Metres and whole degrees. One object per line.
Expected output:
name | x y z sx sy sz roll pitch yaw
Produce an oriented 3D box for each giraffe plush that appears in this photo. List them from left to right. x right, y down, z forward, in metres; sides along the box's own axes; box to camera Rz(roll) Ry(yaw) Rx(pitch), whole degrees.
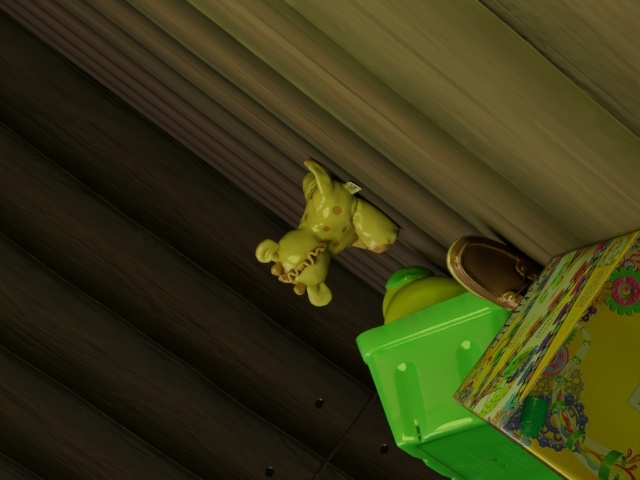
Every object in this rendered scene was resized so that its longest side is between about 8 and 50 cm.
giraffe plush | 0.000 0.000 1.401 0.181 0.170 0.210 36 176 12

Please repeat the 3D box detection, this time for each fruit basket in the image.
fruit basket | 0.225 0.168 1.384 0.392 0.283 0.392 41 -144 -40

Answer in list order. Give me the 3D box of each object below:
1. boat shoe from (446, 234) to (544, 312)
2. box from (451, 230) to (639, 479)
boat shoe | 0.214 0.048 0.996 0.178 0.064 0.060 31 173 -19
box | 0.290 0.155 0.772 0.290 0.177 0.279 36 177 4
